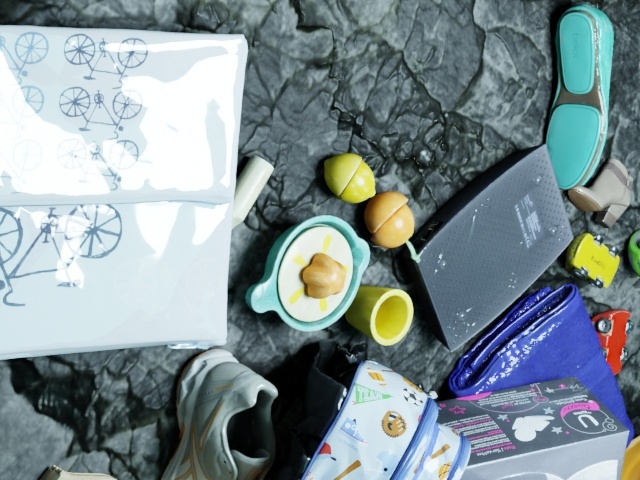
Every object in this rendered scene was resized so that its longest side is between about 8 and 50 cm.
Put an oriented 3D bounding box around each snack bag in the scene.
[{"bbox_3d":[-0.221,-0.041,1.415,0.323,0.037,0.342,-2,103,-34],"label":"snack bag"}]

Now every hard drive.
[{"bbox_3d":[0.214,0.004,1.826,0.255,0.054,0.172,-40,125,-26],"label":"hard drive"}]

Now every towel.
[{"bbox_3d":[0.302,0.226,1.957,0.228,0.076,0.308,-38,126,-14],"label":"towel"}]

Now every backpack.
[{"bbox_3d":[0.042,0.259,1.590,0.263,0.213,0.276,60,53,-80],"label":"backpack"}]

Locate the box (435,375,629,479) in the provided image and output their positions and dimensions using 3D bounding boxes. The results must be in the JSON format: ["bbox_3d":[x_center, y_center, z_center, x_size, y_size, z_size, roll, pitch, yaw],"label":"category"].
[{"bbox_3d":[0.244,0.293,1.813,0.247,0.142,0.163,-8,119,-20],"label":"box"}]

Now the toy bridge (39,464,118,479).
[{"bbox_3d":[-0.227,0.291,1.536,0.063,0.026,0.188,-55,131,-17],"label":"toy bridge"}]

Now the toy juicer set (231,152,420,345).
[{"bbox_3d":[0.000,0.000,1.612,0.329,0.089,0.209,13,94,-42],"label":"toy juicer set"}]

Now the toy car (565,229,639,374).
[{"bbox_3d":[0.432,0.046,2.034,0.225,0.053,0.239,-37,125,-28],"label":"toy car"}]

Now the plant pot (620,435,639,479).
[{"bbox_3d":[0.553,0.396,2.158,0.188,0.205,0.205,25,85,-58],"label":"plant pot"}]

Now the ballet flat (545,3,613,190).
[{"bbox_3d":[0.350,-0.189,1.879,0.087,0.083,0.247,-23,119,-51],"label":"ballet flat"}]

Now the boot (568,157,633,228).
[{"bbox_3d":[0.390,-0.075,1.975,0.118,0.042,0.087,39,69,-42],"label":"boot"}]

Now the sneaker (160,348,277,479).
[{"bbox_3d":[-0.108,0.259,1.568,0.099,0.121,0.262,-4,105,-40],"label":"sneaker"}]
